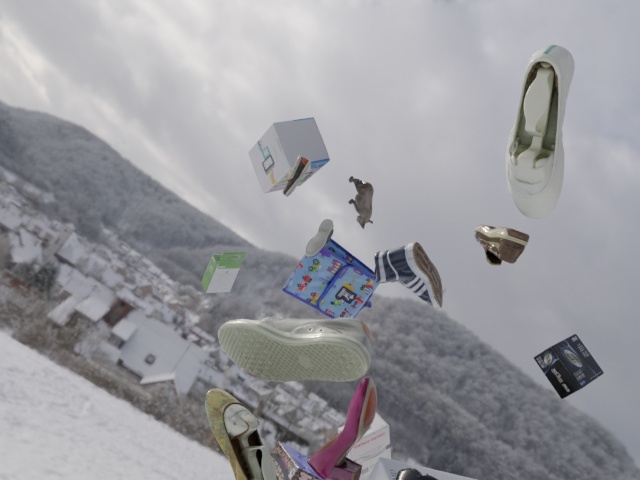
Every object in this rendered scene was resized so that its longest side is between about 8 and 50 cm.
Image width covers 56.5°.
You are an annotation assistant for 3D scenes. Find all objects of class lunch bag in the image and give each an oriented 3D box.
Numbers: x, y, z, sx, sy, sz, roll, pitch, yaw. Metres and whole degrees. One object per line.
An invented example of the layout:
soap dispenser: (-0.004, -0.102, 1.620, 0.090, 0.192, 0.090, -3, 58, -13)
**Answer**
lunch bag: (0.054, 0.148, 2.073, 0.293, 0.221, 0.138, 33, 20, 1)

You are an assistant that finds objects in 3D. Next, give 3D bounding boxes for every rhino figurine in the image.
rhino figurine: (0.170, -0.142, 2.408, 0.106, 0.073, 0.244, 34, -39, 39)

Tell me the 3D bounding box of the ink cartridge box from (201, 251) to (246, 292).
ink cartridge box: (-0.383, 0.110, 2.354, 0.108, 0.209, 0.062, 1, 38, -38)

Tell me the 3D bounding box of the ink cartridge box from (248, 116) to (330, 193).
ink cartridge box: (-0.133, -0.344, 2.425, 0.270, 0.198, 0.197, -33, -105, 56)

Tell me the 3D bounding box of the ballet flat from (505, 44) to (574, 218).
ballet flat: (0.482, -0.231, 1.342, 0.139, 0.139, 0.401, 21, -61, 42)

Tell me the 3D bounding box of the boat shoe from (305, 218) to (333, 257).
boat shoe: (0.000, 0.000, 1.571, 0.046, 0.125, 0.038, 13, -34, 21)

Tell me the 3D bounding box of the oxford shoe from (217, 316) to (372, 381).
oxford shoe: (-0.062, 0.256, 1.475, 0.448, 0.130, 0.169, -3, -63, 32)

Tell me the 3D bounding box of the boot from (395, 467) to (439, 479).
boot: (0.165, 0.633, 1.403, 0.246, 0.207, 0.094, 5, -61, 20)

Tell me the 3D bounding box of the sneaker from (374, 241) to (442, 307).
sneaker: (0.254, 0.111, 1.740, 0.153, 0.099, 0.282, -12, -42, 25)

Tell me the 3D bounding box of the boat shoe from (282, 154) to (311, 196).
boat shoe: (-0.078, -0.192, 1.774, 0.043, 0.137, 0.049, 30, -15, 3)

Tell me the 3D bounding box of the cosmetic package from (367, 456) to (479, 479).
cosmetic package: (0.362, 0.802, 1.711, 0.452, 0.162, 0.230, 18, 17, -17)

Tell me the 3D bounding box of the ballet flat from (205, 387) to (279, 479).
ballet flat: (-0.187, 0.522, 1.513, 0.123, 0.123, 0.349, 66, -2, -68)

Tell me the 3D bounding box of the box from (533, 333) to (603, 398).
box: (0.774, 0.388, 1.853, 0.077, 0.180, 0.147, -49, -119, 39)

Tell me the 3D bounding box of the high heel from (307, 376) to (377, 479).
high heel: (0.059, 0.581, 1.855, 0.181, 0.378, 0.127, 17, 9, 28)

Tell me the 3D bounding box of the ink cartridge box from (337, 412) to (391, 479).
ink cartridge box: (0.170, 0.791, 2.250, 0.100, 0.171, 0.238, 39, -38, 54)

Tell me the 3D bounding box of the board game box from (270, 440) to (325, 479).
board game box: (-0.135, 0.890, 2.052, 0.141, 0.291, 0.232, 35, -9, -21)

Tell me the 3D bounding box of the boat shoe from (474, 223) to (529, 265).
boat shoe: (0.447, 0.015, 1.534, 0.095, 0.095, 0.257, 18, 2, -1)
